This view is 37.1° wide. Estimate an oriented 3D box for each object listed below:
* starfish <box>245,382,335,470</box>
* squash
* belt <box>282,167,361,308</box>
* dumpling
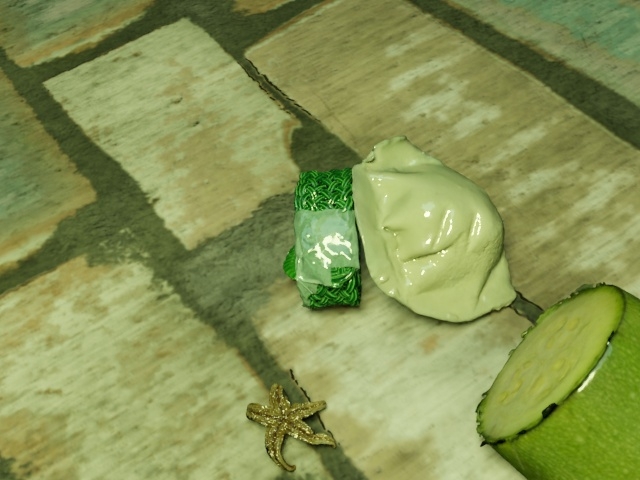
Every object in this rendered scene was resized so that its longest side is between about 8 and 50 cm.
[{"bbox_3d":[-0.028,0.166,0.861,0.091,0.028,0.078,22,52,20],"label":"starfish"},{"bbox_3d":[0.286,0.177,0.805,0.260,0.189,0.189,38,56,-6],"label":"squash"},{"bbox_3d":[0.000,0.000,0.943,0.079,0.121,0.151,-4,48,3],"label":"belt"},{"bbox_3d":[0.102,0.000,0.915,0.155,0.111,0.181,-35,65,-31],"label":"dumpling"}]
